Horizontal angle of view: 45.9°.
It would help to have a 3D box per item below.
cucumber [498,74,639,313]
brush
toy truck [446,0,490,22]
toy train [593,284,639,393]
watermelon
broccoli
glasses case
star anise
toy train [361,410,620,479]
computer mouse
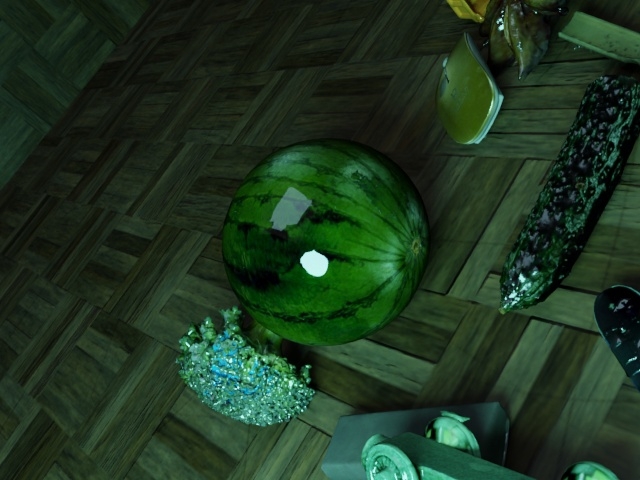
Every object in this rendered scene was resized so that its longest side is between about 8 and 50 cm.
[{"bbox_3d":[0.259,-0.046,0.782,0.072,0.072,0.300,9,64,52],"label":"cucumber"},{"bbox_3d":[0.369,-0.214,0.868,0.043,0.036,0.248,-54,36,10],"label":"brush"},{"bbox_3d":[0.284,-0.472,1.167,0.270,0.114,0.135,-48,29,-2],"label":"toy truck"},{"bbox_3d":[0.282,0.122,0.594,0.052,0.051,0.234,-36,31,16],"label":"toy train"},{"bbox_3d":[0.004,0.001,0.870,0.242,0.242,0.242,-29,37,25],"label":"watermelon"},{"bbox_3d":[-0.085,0.142,0.918,0.167,0.154,0.160,-10,27,44],"label":"broccoli"},{"bbox_3d":[0.089,0.200,0.738,0.191,0.042,0.072,-16,39,39],"label":"glasses case"},{"bbox_3d":[0.287,-0.331,0.999,0.272,0.103,0.271,-175,90,-75],"label":"star anise"},{"bbox_3d":[0.128,0.237,0.584,0.253,0.105,0.157,7,102,49],"label":"toy train"},{"bbox_3d":[0.194,-0.211,1.025,0.199,0.045,0.102,-96,24,-49],"label":"computer mouse"}]
